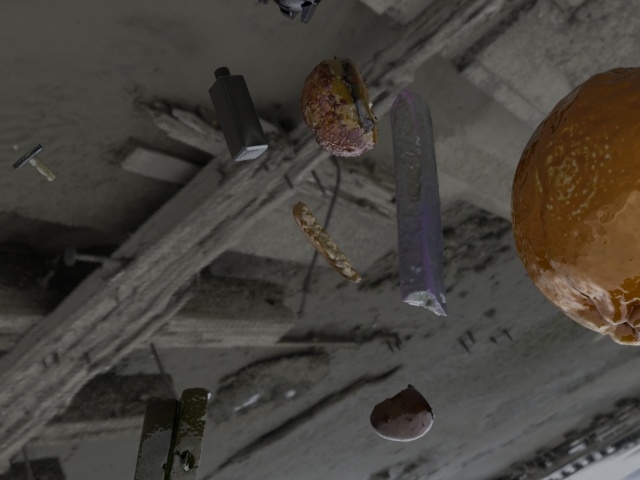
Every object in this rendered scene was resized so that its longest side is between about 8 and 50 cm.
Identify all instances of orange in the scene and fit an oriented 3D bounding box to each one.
[{"bbox_3d":[0.384,-0.029,0.856,0.340,0.341,0.293,65,43,-65],"label":"orange"}]

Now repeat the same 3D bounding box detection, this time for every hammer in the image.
[{"bbox_3d":[-0.528,-0.135,1.407,0.062,0.013,0.199,-42,180,-11],"label":"hammer"}]

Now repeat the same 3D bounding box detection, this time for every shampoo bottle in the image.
[{"bbox_3d":[-0.217,-0.332,1.934,0.080,0.246,0.079,-13,167,-37],"label":"shampoo bottle"}]

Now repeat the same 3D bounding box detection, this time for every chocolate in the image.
[{"bbox_3d":[0.180,0.399,1.702,0.133,0.124,0.127,-36,-164,-7],"label":"chocolate"}]

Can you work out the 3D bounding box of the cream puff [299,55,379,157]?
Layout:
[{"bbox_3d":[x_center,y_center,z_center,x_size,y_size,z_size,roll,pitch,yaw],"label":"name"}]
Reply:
[{"bbox_3d":[0.041,-0.293,1.672,0.164,0.240,0.240,-11,155,5],"label":"cream puff"}]

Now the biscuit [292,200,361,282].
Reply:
[{"bbox_3d":[-0.001,0.001,1.677,0.033,0.144,0.224,-40,114,-9],"label":"biscuit"}]

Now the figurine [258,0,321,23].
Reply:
[{"bbox_3d":[-0.028,-0.596,1.535,0.308,0.308,0.143,-44,153,26],"label":"figurine"}]

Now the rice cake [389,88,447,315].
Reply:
[{"bbox_3d":[0.161,-0.069,1.263,0.064,0.398,0.070,-15,157,34],"label":"rice cake"}]

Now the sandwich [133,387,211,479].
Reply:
[{"bbox_3d":[-0.270,0.385,1.330,0.109,0.212,0.292,10,105,-11],"label":"sandwich"}]
